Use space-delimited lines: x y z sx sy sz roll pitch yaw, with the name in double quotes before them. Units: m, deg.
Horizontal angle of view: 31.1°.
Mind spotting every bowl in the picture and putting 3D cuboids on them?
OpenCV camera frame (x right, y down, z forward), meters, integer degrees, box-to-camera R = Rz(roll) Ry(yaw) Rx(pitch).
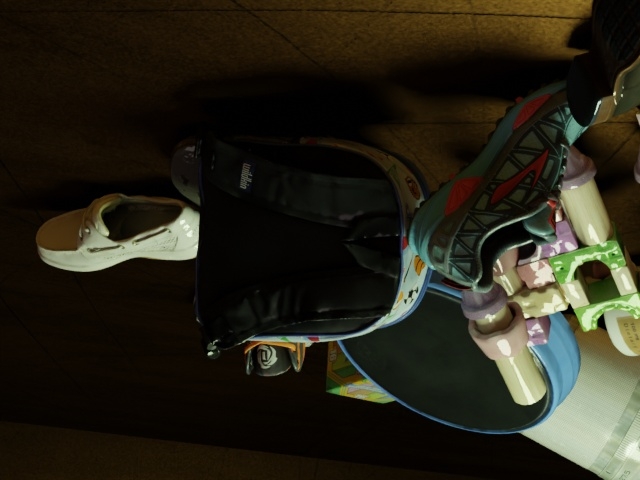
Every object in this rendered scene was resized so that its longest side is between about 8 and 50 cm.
"bowl" 0.191 0.154 1.728 0.391 0.077 0.391 21 146 15

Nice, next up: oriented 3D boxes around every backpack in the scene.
"backpack" 0.000 0.000 1.324 0.263 0.276 0.213 5 -169 33

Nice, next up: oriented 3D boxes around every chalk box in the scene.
"chalk box" 0.119 0.200 2.028 0.132 0.132 0.213 15 156 -26

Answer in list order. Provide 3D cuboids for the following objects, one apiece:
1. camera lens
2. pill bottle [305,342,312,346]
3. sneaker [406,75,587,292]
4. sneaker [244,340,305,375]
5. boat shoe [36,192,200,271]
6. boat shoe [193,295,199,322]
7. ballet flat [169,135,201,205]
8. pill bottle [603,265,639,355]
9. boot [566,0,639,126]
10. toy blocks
"camera lens" 0.460 0.265 1.898 0.274 0.219 0.219 28 163 11
"pill bottle" -0.040 0.170 2.109 0.043 0.043 0.083 -3 159 20
"sneaker" 0.218 -0.050 1.192 0.262 0.125 0.104 -48 147 11
"sneaker" -0.076 0.106 1.680 0.125 0.180 0.321 -2 169 18
"boat shoe" -0.285 -0.024 1.581 0.277 0.098 0.096 -7 149 22
"boat shoe" -0.144 0.118 1.941 0.095 0.079 0.254 18 156 -33
"ballet flat" -0.131 -0.073 1.472 0.084 0.058 0.250 -1 154 13
"pill bottle" 0.531 0.089 1.627 0.229 0.131 0.131 -12 154 39
"boot" 0.306 -0.187 1.052 0.106 0.082 0.219 -14 159 -13
"toy blocks" 0.304 -0.017 1.348 0.289 0.309 0.260 -17 119 23
